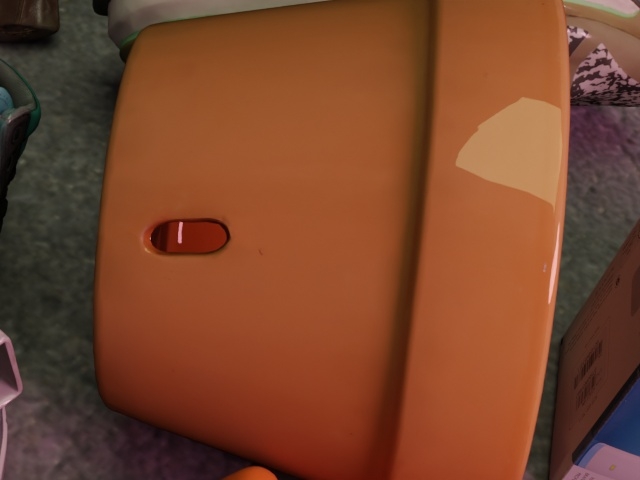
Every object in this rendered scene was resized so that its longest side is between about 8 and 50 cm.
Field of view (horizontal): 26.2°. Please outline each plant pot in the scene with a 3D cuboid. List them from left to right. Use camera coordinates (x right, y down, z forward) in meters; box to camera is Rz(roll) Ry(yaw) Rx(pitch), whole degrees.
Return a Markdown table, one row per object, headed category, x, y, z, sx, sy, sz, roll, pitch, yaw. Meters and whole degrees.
| category | x | y | z | sx | sy | sz | roll | pitch | yaw |
| --- | --- | --- | --- | --- | --- | --- | --- | --- | --- |
| plant pot | 0.000 | 0.000 | 0.709 | 0.203 | 0.291 | 0.291 | 5 | 49 | 0 |

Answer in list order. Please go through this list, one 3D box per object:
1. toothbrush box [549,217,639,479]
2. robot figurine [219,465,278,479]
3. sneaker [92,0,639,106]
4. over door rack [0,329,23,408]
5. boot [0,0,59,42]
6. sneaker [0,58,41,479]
| category | x | y | z | sx | sy | sz | roll | pitch | yaw |
| --- | --- | --- | --- | --- | --- | --- | --- | --- | --- |
| toothbrush box | 0.305 | 0.084 | 0.767 | 0.295 | 0.216 | 0.126 | 17 | 49 | -5 |
| robot figurine | -0.045 | 0.212 | 0.609 | 0.128 | 0.158 | 0.219 | 1 | 47 | 13 |
| sneaker | 0.054 | -0.081 | 0.911 | 0.410 | 0.158 | 0.182 | 1 | 82 | -19 |
| over door rack | -0.313 | 0.093 | 0.602 | 0.239 | 0.108 | 0.324 | 41 | 77 | 17 |
| boot | -0.179 | -0.178 | 0.950 | 0.106 | 0.037 | 0.114 | -2 | 48 | -3 |
| sneaker | -0.204 | 0.002 | 0.698 | 0.123 | 0.178 | 0.295 | -1 | 52 | -18 |
